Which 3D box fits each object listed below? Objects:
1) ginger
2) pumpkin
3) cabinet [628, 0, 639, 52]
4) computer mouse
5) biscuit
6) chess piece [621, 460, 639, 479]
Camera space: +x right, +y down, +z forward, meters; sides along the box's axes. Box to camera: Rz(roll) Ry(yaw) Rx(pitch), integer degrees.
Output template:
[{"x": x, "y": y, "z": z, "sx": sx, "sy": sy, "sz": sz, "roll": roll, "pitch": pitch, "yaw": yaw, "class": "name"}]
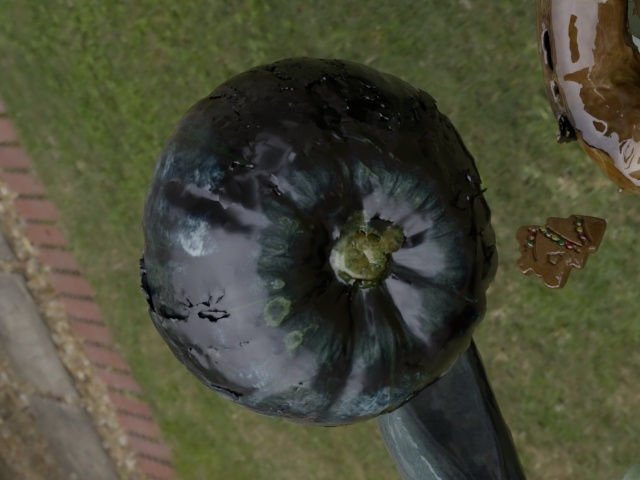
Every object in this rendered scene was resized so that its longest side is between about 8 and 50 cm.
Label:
[{"x": 0.250, "y": -0.181, "z": 1.054, "sx": 0.133, "sy": 0.107, "sz": 0.309, "roll": -14, "pitch": 84, "yaw": 32, "class": "ginger"}, {"x": 0.000, "y": 0.000, "z": 0.767, "sx": 0.233, "sy": 0.233, "sz": 0.163, "roll": 65, "pitch": 161, "yaw": -15, "class": "pumpkin"}, {"x": 0.417, "y": -0.189, "z": 1.445, "sx": 0.206, "sy": 0.145, "sz": 0.150, "roll": -116, "pitch": 21, "yaw": -61, "class": "cabinet"}, {"x": 0.117, "y": 0.182, "z": 1.130, "sx": 0.374, "sy": 0.114, "sz": 0.203, "roll": -106, "pitch": -5, "yaw": -51, "class": "computer mouse"}, {"x": 0.226, "y": 0.005, "z": 1.142, "sx": 0.016, "sy": 0.092, "sz": 0.082, "roll": 54, "pitch": -169, "yaw": -47, "class": "biscuit"}, {"x": 0.220, "y": 0.125, "z": 0.680, "sx": 0.059, "sy": 0.059, "sz": 0.149, "roll": 45, "pitch": 147, "yaw": 15, "class": "chess piece"}]
